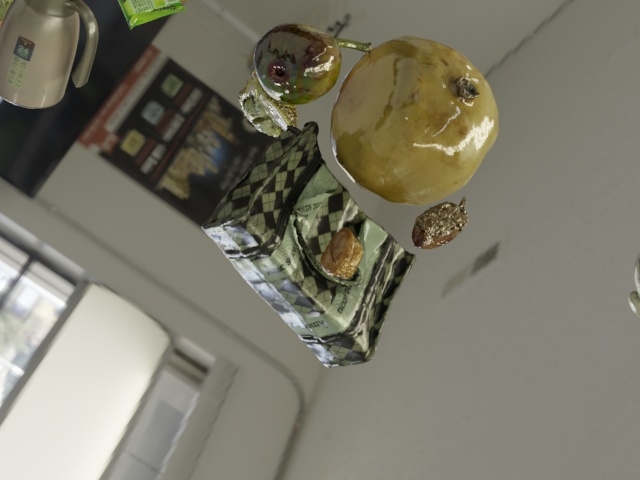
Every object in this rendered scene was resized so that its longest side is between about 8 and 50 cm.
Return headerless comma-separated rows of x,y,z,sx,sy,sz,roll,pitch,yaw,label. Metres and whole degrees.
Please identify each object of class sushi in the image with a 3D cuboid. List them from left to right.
0.189,-0.028,1.590,0.120,0.052,0.055,-21,151,-31,sushi

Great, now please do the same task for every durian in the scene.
-0.124,-0.331,2.378,0.146,0.208,0.102,9,-124,29,durian

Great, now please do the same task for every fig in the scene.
-0.001,-0.317,1.718,0.245,0.149,0.149,-32,173,-46,fig

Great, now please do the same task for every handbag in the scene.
0.000,0.000,1.986,0.180,0.416,0.316,-10,-140,46,handbag

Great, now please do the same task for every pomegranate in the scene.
0.181,-0.235,1.980,0.332,0.332,0.332,-50,-167,16,pomegranate

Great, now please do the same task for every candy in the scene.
-0.287,-0.417,1.587,0.102,0.178,0.032,-22,167,-16,candy

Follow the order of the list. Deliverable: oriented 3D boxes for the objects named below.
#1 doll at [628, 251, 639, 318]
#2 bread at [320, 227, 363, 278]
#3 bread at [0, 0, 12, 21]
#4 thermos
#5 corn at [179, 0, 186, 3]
0.667,0.111,1.724,0.370,0.215,0.226,-93,-173,-70,doll
0.035,0.024,1.681,0.083,0.046,0.081,-37,-141,44,bread
-0.474,-0.351,1.378,0.060,0.110,0.066,-40,172,-9,bread
-0.352,-0.268,1.327,0.105,0.137,0.193,-38,165,-50,thermos
-0.355,-0.599,2.422,0.231,0.080,0.080,-14,-148,25,corn
